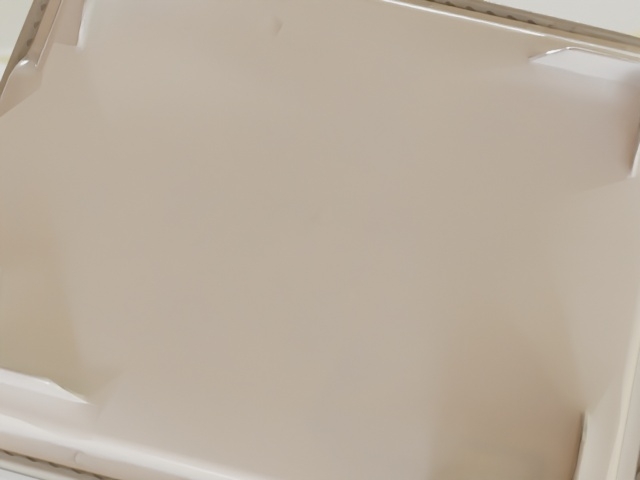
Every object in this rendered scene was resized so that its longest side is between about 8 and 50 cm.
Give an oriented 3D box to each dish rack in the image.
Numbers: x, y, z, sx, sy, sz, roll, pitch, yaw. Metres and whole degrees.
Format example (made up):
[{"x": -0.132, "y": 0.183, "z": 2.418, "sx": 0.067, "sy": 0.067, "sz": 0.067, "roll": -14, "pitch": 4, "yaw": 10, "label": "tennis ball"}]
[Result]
[{"x": 0.000, "y": 0.000, "z": 0.611, "sx": 0.333, "sy": 0.072, "sz": 0.285, "roll": 13, "pitch": -111, "yaw": 6, "label": "dish rack"}]
